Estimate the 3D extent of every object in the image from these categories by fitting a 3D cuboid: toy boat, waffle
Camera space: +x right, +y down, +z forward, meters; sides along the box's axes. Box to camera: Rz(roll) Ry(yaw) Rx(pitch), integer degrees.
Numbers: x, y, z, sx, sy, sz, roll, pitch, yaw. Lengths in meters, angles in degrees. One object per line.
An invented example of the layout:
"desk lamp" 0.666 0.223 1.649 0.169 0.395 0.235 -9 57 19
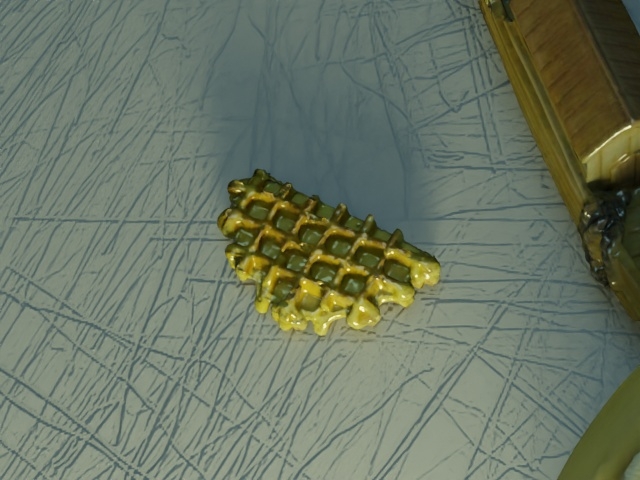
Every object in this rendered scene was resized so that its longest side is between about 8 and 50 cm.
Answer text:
"toy boat" 0.248 -0.114 1.598 0.136 0.162 0.445 -17 62 -4
"waffle" 0.000 0.000 1.639 0.160 0.046 0.192 -27 62 -4

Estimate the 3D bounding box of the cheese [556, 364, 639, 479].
"cheese" 0.319 0.195 1.418 0.259 0.128 0.316 28 73 -4
